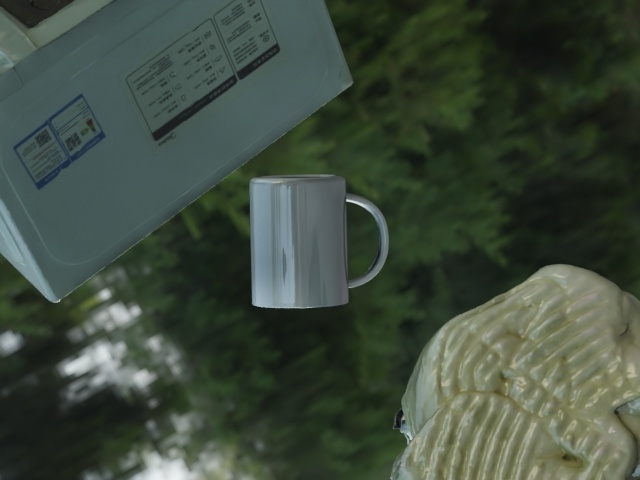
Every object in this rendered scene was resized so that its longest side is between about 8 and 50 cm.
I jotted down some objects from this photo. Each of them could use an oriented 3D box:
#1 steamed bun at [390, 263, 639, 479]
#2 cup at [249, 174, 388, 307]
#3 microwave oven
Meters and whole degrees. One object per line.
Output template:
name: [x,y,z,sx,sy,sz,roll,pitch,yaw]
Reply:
steamed bun: [0.195,0.199,1.684,0.275,0.320,0.206,24,161,18]
cup: [-0.009,0.000,1.983,0.136,0.099,0.133,-6,-85,-47]
microwave oven: [-0.112,-0.098,1.029,0.122,0.208,0.162,38,158,42]
